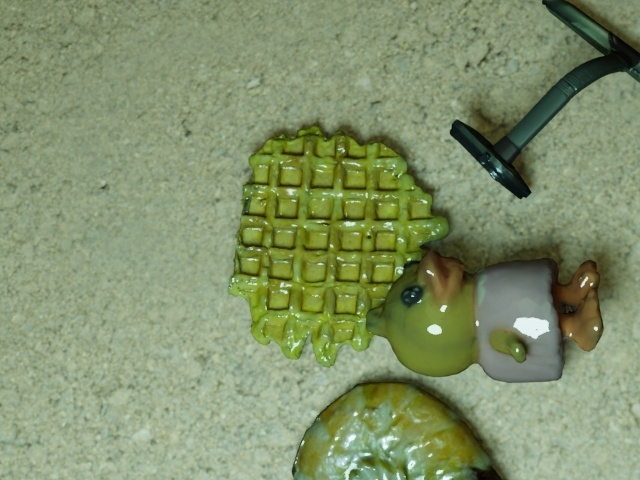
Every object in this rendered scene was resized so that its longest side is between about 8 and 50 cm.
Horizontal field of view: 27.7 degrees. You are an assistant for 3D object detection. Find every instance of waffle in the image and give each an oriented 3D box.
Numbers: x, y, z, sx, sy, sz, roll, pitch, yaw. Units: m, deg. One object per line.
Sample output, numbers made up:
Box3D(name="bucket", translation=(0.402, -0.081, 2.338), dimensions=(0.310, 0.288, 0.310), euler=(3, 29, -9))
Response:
Box3D(name="waffle", translation=(0.001, 0.001, 1.715), dimensions=(0.307, 0.060, 0.312), euler=(36, 80, 20))

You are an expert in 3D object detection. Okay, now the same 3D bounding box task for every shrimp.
Box3D(name="shrimp", translation=(0.126, 0.376, 1.560), dimensions=(0.272, 0.085, 0.445), euler=(-40, 66, 3))

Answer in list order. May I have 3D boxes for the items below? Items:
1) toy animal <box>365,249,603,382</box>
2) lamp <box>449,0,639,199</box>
Box3D(name="toy animal", translation=(0.196, 0.094, 1.591), dimensions=(0.281, 0.169, 0.195), euler=(6, 30, 5))
Box3D(name="lamp", translation=(0.282, -0.205, 1.693), dimensions=(0.283, 0.124, 0.203), euler=(-40, 59, -5))
